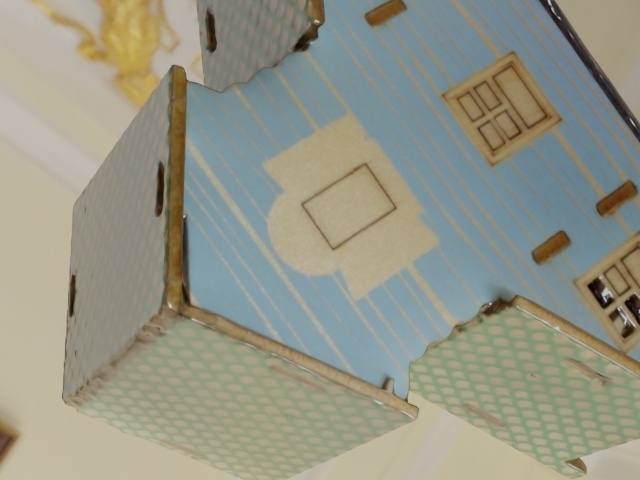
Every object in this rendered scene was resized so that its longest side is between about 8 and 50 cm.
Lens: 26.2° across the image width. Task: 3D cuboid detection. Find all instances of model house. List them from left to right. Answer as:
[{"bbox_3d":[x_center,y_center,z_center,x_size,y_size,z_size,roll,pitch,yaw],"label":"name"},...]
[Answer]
[{"bbox_3d":[0.000,0.000,0.520,0.206,0.271,0.178,-34,180,-33],"label":"model house"}]
